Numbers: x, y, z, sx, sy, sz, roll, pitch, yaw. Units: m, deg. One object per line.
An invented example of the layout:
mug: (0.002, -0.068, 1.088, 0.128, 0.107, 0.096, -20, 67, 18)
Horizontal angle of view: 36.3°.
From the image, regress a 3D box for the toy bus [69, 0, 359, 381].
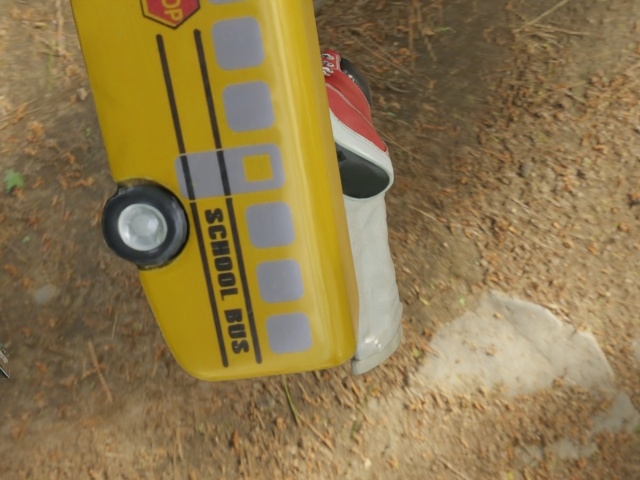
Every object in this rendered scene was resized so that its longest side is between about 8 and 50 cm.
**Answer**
toy bus: (-0.065, -0.089, 0.566, 0.130, 0.108, 0.333, -7, 109, 8)

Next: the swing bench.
swing bench: (0.000, 0.000, 1.266, 0.165, 0.254, 0.253, -27, 121, -41)

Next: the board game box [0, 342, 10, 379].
board game box: (-0.375, 0.099, 0.832, 0.186, 0.126, 0.026, -7, 64, -4)

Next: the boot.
boot: (-0.023, -0.165, 1.040, 0.088, 0.176, 0.244, -31, 138, 27)
